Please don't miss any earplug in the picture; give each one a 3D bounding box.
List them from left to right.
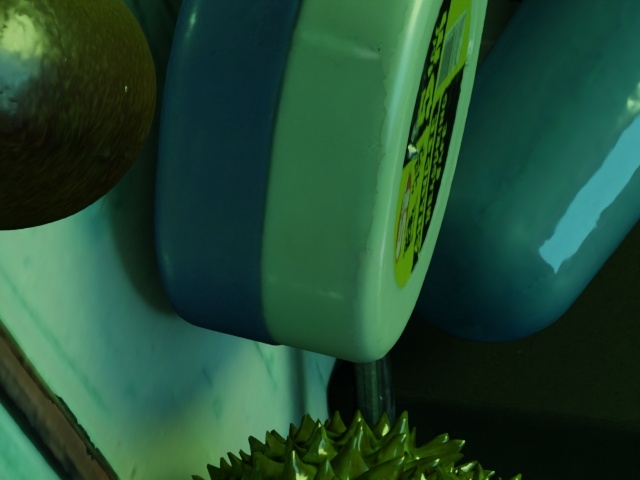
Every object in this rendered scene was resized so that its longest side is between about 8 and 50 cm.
[{"bbox_3d":[0.134,-0.063,0.819,0.273,0.132,0.132,-53,152,-19],"label":"earplug"}]

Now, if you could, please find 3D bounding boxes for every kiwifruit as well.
[{"bbox_3d":[-0.084,-0.040,0.398,0.124,0.075,0.075,13,84,-77],"label":"kiwifruit"}]

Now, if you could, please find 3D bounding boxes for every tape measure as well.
[{"bbox_3d":[0.000,0.000,0.651,0.215,0.098,0.351,-56,154,-62],"label":"tape measure"}]

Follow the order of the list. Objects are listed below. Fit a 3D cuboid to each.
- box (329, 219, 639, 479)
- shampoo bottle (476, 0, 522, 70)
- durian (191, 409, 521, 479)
[{"bbox_3d":[0.212,0.094,0.938,0.251,0.345,0.204,-67,157,-45],"label":"box"},{"bbox_3d":[0.108,-0.155,0.931,0.092,0.092,0.303,37,61,-70],"label":"shampoo bottle"},{"bbox_3d":[0.016,0.169,0.618,0.200,0.177,0.237,-65,151,-12],"label":"durian"}]
